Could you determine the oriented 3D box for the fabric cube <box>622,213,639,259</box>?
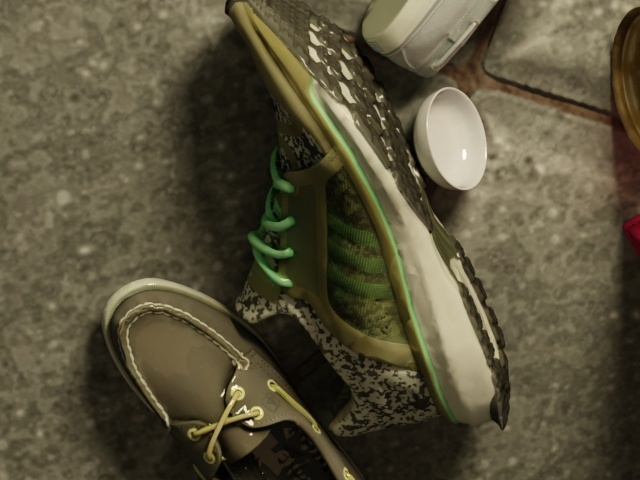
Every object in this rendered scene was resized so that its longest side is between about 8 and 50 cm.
[{"bbox_3d":[0.436,0.066,1.538,0.254,0.258,0.259,-32,111,1],"label":"fabric cube"}]

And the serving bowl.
[{"bbox_3d":[0.098,-0.078,1.530,0.027,0.083,0.083,-11,117,36],"label":"serving bowl"}]

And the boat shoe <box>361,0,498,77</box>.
[{"bbox_3d":[0.130,-0.222,1.485,0.081,0.079,0.227,35,105,-29],"label":"boat shoe"}]

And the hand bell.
[{"bbox_3d":[0.370,-0.141,1.549,0.242,0.126,0.126,-10,111,-19],"label":"hand bell"}]

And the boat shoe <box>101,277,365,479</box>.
[{"bbox_3d":[-0.059,0.153,1.564,0.109,0.091,0.305,-40,111,5],"label":"boat shoe"}]

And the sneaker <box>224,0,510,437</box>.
[{"bbox_3d":[0.000,0.000,1.504,0.182,0.158,0.410,-24,108,11],"label":"sneaker"}]
